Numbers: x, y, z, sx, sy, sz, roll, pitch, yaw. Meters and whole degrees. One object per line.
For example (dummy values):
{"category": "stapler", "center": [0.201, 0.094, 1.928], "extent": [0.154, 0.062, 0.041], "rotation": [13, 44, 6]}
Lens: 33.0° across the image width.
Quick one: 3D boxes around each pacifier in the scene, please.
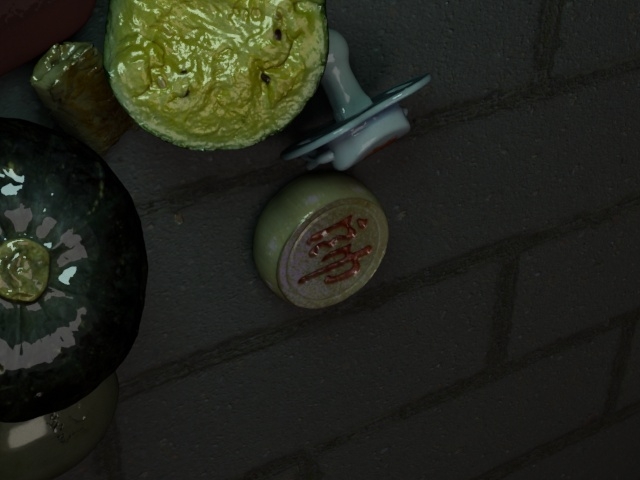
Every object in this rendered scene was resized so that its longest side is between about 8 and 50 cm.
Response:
{"category": "pacifier", "center": [0.035, -0.253, 1.846], "extent": [0.299, 0.244, 0.233], "rotation": [-31, 105, -20]}

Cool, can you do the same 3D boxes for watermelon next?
{"category": "watermelon", "center": [-0.154, -0.311, 1.564], "extent": [0.330, 0.189, 0.331], "rotation": [-10, 127, -13]}

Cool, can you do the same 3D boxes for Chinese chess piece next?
{"category": "Chinese chess piece", "center": [0.000, 0.000, 2.040], "extent": [0.270, 0.112, 0.270], "rotation": [-20, 131, -25]}

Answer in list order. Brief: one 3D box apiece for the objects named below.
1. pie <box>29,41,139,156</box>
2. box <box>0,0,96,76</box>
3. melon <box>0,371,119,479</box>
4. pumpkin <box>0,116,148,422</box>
{"category": "pie", "center": [-0.342, -0.210, 1.615], "extent": [0.128, 0.068, 0.282], "rotation": [-40, 160, -6]}
{"category": "box", "center": [-0.493, -0.319, 1.432], "extent": [0.403, 0.108, 0.263], "rotation": [-31, 137, -13]}
{"category": "melon", "center": [-0.478, 0.264, 1.773], "extent": [0.330, 0.268, 0.269], "rotation": [-24, 134, -32]}
{"category": "pumpkin", "center": [-0.460, 0.039, 1.535], "extent": [0.454, 0.344, 0.455], "rotation": [0, 90, -31]}
